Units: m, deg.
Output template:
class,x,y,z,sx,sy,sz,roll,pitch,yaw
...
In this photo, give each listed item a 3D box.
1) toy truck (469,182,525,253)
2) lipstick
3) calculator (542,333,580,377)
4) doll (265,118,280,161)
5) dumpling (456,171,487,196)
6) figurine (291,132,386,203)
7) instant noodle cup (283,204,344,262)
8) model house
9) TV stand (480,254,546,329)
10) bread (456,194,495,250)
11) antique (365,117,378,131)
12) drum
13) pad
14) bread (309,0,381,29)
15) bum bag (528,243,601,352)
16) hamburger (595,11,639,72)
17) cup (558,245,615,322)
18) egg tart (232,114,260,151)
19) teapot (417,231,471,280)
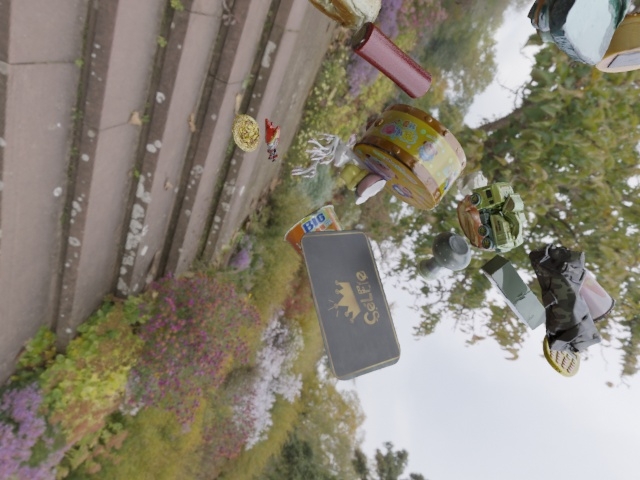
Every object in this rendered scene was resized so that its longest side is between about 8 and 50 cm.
class,x,y,z,sx,sy,sz,roll,pitch,yaw
toy truck,0.491,-0.065,1.138,0.116,0.085,0.191,-24,-105,57
lipstick,0.184,-0.453,1.070,0.080,0.241,0.080,-31,-132,42
calculator,0.874,0.407,1.527,0.235,0.146,0.032,-28,156,-51
doll,-0.203,-0.422,1.786,0.057,0.109,0.169,-24,133,-26
dumpling,0.759,-0.272,2.071,0.108,0.188,0.127,115,-41,-55
figurine,0.079,-0.292,1.641,0.284,0.316,0.206,-33,164,-32
instant noodle cup,0.000,0.000,1.964,0.296,0.214,0.296,-34,172,-5
model house,0.602,-0.610,1.086,0.291,0.253,0.184,51,-55,40
TV stand,0.676,0.181,1.455,0.083,0.269,0.088,-41,-168,5
bread,0.643,-0.084,1.691,0.190,0.123,0.244,-113,180,-64
antique,0.259,-0.517,1.943,0.104,0.104,0.104,-157,-90,-86
drum,0.357,-0.328,1.703,0.214,0.431,0.431,-52,-177,-5
pad,0.123,0.138,1.076,0.063,0.315,0.375,-29,-109,47
bread,0.061,-0.807,1.327,0.159,0.305,0.305,-59,-176,3
bum bag,0.740,0.174,1.272,0.095,0.144,0.341,-11,89,-67
hamburger,1.245,-0.802,1.684,0.300,0.300,0.176,-172,-97,-86
cup,1.028,0.177,1.723,0.203,0.288,0.203,-38,-175,4
egg tart,-0.264,-0.369,1.446,0.049,0.129,0.129,1,-120,39
teapot,0.548,0.084,1.896,0.251,0.183,0.183,-55,-168,50
